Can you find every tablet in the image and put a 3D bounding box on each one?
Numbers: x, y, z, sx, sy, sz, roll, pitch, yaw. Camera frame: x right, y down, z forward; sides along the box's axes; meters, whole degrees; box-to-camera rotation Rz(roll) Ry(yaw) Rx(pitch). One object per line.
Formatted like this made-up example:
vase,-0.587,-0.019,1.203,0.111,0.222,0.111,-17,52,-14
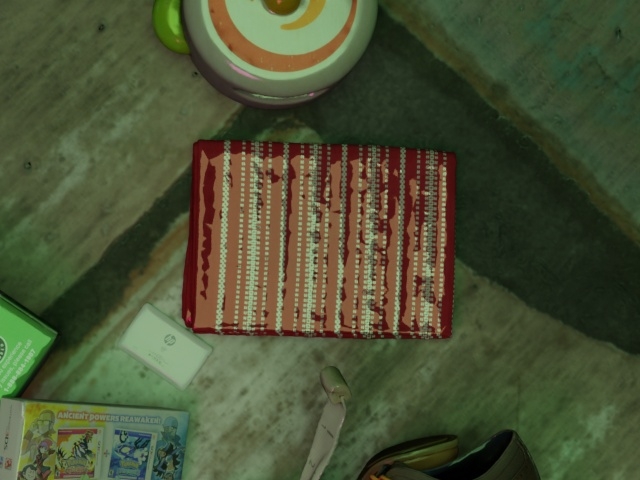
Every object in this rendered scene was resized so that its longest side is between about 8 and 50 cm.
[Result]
tablet,-0.157,0.107,1.724,0.083,0.006,0.054,35,85,-3

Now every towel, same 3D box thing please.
towel,0.000,0.000,1.731,0.275,0.031,0.198,2,86,-7

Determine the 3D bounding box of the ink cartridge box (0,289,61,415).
ink cartridge box,-0.425,0.093,1.642,0.289,0.121,0.211,35,86,-3

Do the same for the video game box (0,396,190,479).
video game box,-0.223,0.247,1.636,0.205,0.048,0.187,10,88,-45

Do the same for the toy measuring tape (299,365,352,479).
toy measuring tape,-0.070,0.265,1.640,0.121,0.121,0.330,17,111,-4

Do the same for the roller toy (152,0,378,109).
roller toy,-0.040,-0.231,1.677,0.191,0.146,0.209,44,84,-3

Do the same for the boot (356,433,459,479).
boot,0.076,0.291,1.708,0.197,0.073,0.152,-27,90,6

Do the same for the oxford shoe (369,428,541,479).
oxford shoe,0.047,0.279,1.602,0.364,0.130,0.132,-18,101,-26
